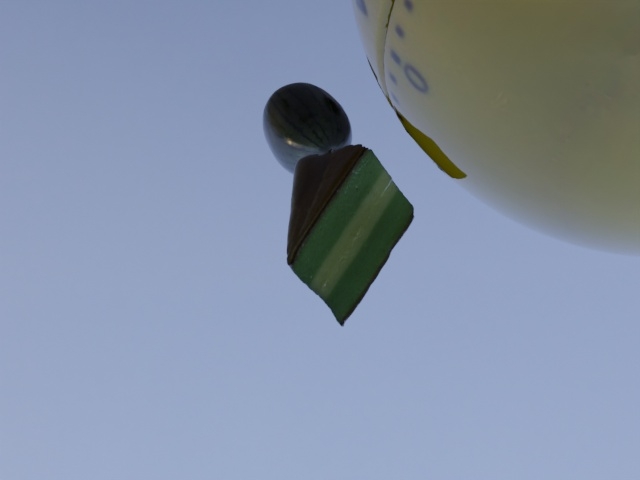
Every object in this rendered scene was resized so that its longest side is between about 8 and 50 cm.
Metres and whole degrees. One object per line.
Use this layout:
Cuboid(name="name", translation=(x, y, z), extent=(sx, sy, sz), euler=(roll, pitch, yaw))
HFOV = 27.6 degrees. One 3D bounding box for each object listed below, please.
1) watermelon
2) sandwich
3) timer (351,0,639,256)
Cuboid(name="watermelon", translation=(-0.013, -0.102, 1.196), extent=(0.078, 0.078, 0.110), euler=(-6, -140, -21))
Cuboid(name="sandwich", translation=(0.000, 0.000, 0.906), extent=(0.074, 0.074, 0.116), euler=(-7, -140, 47))
Cuboid(name="timer", translation=(0.165, -0.190, 0.714), extent=(0.376, 0.376, 0.387), euler=(-11, -125, -30))
